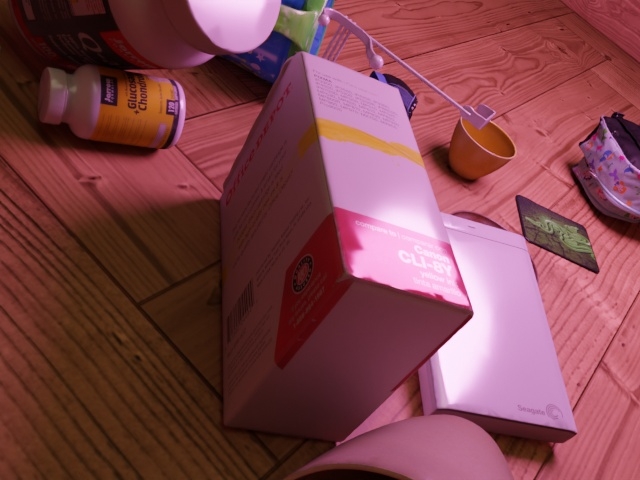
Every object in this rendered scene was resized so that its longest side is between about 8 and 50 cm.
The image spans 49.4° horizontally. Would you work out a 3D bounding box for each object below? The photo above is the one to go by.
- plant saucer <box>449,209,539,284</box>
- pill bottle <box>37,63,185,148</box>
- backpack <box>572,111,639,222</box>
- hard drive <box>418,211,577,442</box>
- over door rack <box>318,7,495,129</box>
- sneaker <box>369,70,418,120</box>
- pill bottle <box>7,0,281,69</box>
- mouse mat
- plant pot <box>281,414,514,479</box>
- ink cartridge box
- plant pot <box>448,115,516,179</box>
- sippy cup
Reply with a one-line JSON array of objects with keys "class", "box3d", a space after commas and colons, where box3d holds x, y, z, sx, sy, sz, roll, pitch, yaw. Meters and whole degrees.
[{"class": "plant saucer", "box3d": [0.293, 0.030, 1.225, 0.198, 0.036, 0.198, 19, 41, -18]}, {"class": "pill bottle", "box3d": [-0.292, -0.189, 0.975, 0.184, 0.103, 0.103, 3, 48, -34]}, {"class": "backpack", "box3d": [0.725, -0.149, 1.604, 0.225, 0.191, 0.253, 13, 36, -22]}, {"class": "hard drive", "box3d": [0.243, 0.115, 1.052, 0.233, 0.047, 0.353, 14, 49, -20]}, {"class": "over door rack", "box3d": [0.085, -0.192, 1.143, 0.324, 0.239, 0.108, 33, 37, -2]}, {"class": "sneaker", "box3d": [0.157, -0.264, 1.401, 0.090, 0.081, 0.232, 9, 43, -19]}, {"class": "pill bottle", "box3d": [-0.245, -0.340, 0.949, 0.363, 0.210, 0.210, 10, 22, 38]}, {"class": "mouse mat", "box3d": [0.491, -0.016, 1.443, 0.189, 0.007, 0.152, 24, 39, -15]}, {"class": "plant pot", "box3d": [0.097, 0.279, 0.678, 0.256, 0.256, 0.274, 44, 23, 11]}, {"class": "ink cartridge box", "box3d": [0.000, 0.000, 0.844, 0.160, 0.279, 0.385, 15, 42, -24]}, {"class": "plant pot", "box3d": [0.314, -0.180, 1.414, 0.134, 0.095, 0.134, 21, 39, -18]}, {"class": "sippy cup", "box3d": [-0.106, -0.404, 1.260, 0.224, 0.305, 0.240, 20, 67, -1]}]
